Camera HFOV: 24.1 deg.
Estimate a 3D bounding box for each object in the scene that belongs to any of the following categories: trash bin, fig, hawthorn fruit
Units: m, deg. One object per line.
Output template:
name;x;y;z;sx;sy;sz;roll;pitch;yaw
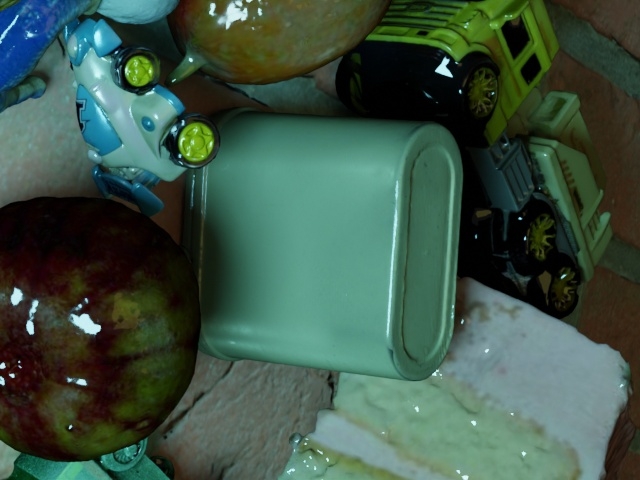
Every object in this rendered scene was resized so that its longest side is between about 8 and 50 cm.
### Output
trash bin;0.000;0.000;1.370;0.121;0.247;0.243;0;93;-51
fig;-0.184;0.053;1.248;0.321;0.217;0.217;-44;132;-74
hawthorn fruit;-0.056;-0.221;1.328;0.251;0.199;0.199;-45;127;-23

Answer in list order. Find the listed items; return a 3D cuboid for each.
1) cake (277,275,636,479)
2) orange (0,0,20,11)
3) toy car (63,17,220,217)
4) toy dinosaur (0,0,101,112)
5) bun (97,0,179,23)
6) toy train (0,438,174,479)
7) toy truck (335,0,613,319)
cake;0.147;0.243;1.492;0.307;0.293;0.314;-61;162;-23
orange;-0.279;-0.283;1.038;0.368;0.210;0.271;-44;108;-36
toy car;-0.171;-0.104;1.262;0.098;0.126;0.161;-49;124;-14
toy dinosaur;-0.247;-0.138;1.138;0.075;0.247;0.188;43;35;-7
bun;-0.178;-0.229;1.237;0.083;0.141;0.141;-46;136;7
toy train;-0.183;0.227;1.318;0.132;0.083;0.200;-51;131;-18
toy truck;0.189;-0.105;1.629;0.254;0.180;0.405;-51;130;-30
